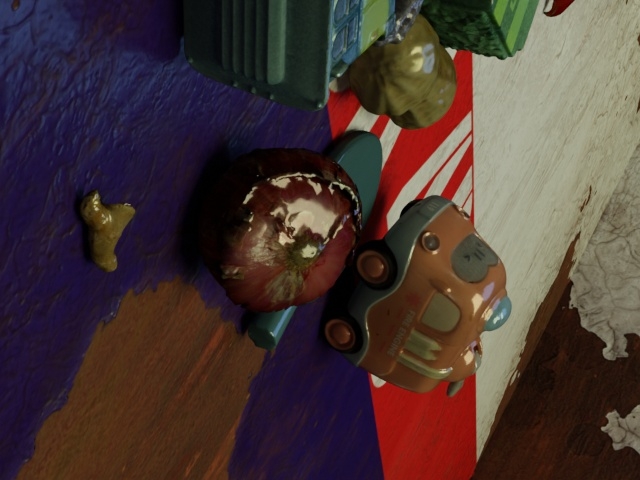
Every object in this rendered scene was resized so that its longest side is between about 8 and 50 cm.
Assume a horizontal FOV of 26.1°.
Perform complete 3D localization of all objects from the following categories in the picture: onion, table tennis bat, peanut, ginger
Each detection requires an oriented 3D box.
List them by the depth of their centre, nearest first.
[{"bbox_3d":[-0.188,-0.016,1.217,0.048,0.030,0.097,-27,141,-21],"label":"ginger"},{"bbox_3d":[-0.050,-0.018,1.444,0.184,0.147,0.184,-8,111,-21],"label":"onion"},{"bbox_3d":[0.102,-0.199,1.670,0.125,0.111,0.274,-64,160,-2],"label":"peanut"},{"bbox_3d":[0.000,0.000,1.719,0.329,0.044,0.215,-58,160,-34],"label":"table tennis bat"}]

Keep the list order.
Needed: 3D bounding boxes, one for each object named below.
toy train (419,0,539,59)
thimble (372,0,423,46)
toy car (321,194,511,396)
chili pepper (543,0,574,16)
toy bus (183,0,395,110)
[{"bbox_3d":[0.202,-0.356,1.671,0.299,0.166,0.238,32,76,-70],"label":"toy train"},{"bbox_3d":[0.051,-0.284,1.464,0.150,0.097,0.150,-52,154,-38],"label":"thimble"},{"bbox_3d":[0.149,0.085,1.906,0.180,0.212,0.271,-40,158,-54],"label":"toy car"},{"bbox_3d":[0.498,-0.547,2.429,0.368,0.092,0.137,-47,172,-31],"label":"chili pepper"},{"bbox_3d":[-0.017,-0.293,1.194,0.190,0.152,0.312,-51,154,-43],"label":"toy bus"}]
